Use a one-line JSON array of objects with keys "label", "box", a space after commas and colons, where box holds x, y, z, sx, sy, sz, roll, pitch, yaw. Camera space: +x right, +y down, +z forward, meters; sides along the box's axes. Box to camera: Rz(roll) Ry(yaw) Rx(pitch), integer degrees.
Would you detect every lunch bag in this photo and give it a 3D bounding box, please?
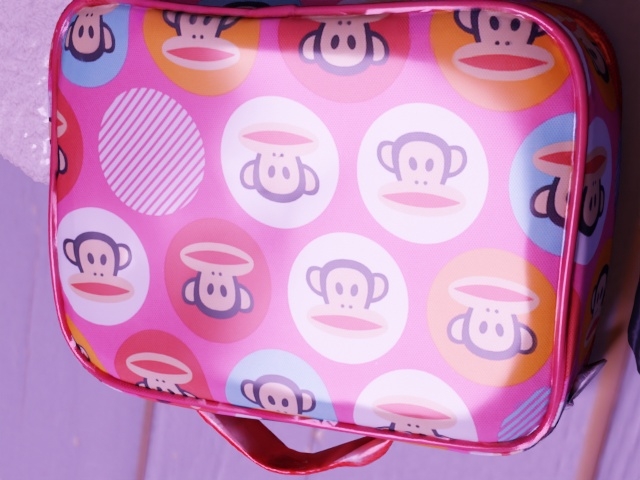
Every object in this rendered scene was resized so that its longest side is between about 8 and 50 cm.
[{"label": "lunch bag", "box": [0.000, 0.000, 0.557, 0.293, 0.120, 0.258, 8, 106, 22]}]

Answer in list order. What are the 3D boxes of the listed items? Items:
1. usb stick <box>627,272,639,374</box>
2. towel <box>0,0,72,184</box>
[{"label": "usb stick", "box": [0.201, -0.060, 0.495, 0.077, 0.045, 0.278, 12, 106, 22]}, {"label": "towel", "box": [-0.174, -0.190, 0.632, 0.187, 0.049, 0.282, 35, 114, 14]}]
